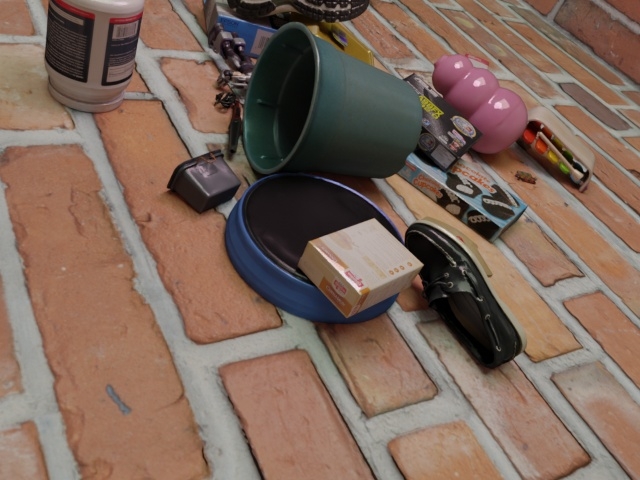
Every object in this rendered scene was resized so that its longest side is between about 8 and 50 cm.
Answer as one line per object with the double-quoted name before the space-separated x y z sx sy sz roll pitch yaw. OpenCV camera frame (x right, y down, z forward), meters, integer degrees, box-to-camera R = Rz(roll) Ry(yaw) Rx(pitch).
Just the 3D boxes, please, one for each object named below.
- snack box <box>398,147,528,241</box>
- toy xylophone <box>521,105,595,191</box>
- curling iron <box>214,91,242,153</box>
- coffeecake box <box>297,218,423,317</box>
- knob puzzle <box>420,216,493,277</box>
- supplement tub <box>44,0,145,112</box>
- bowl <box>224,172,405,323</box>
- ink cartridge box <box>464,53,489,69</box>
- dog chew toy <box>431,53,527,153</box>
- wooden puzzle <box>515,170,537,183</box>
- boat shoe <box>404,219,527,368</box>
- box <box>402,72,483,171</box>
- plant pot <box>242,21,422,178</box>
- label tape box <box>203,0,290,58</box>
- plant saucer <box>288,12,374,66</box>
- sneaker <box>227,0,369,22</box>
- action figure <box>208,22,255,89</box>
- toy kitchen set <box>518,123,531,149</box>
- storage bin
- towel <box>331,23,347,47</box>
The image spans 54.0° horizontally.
"snack box" 0.379 -0.140 1.684 0.322 0.060 0.187 39 40 18
"toy xylophone" 0.741 -0.289 1.969 0.322 0.081 0.236 49 40 3
"curling iron" -0.224 -0.290 1.555 0.068 0.035 0.274 6 41 -17
"coffeecake box" 0.076 0.046 1.170 0.186 0.068 0.142 -19 56 -42
"knob puzzle" 0.286 0.019 1.473 0.213 0.030 0.213 14 40 -12
"supplement tub" -0.503 -0.443 1.388 0.191 0.272 0.191 15 39 -13
"bowl" 0.000 0.000 1.302 0.392 0.077 0.391 15 39 -13
"ink cartridge box" 0.480 -0.504 2.085 0.092 0.158 0.217 22 37 2
"dog chew toy" 0.466 -0.421 1.895 0.332 0.207 0.206 46 38 -6
"wooden puzzle" 0.631 -0.194 1.927 0.083 0.006 0.049 11 40 -17
"boat shoe" 0.267 0.112 1.262 0.113 0.127 0.340 -30 83 -37
"box" 0.299 -0.330 1.724 0.270 0.060 0.216 44 41 6
"plant pot" 0.037 -0.296 1.494 0.334 0.341 0.341 9 40 -33
"label tape box" -0.228 -0.707 1.977 0.249 0.115 0.347 8 43 -22
"plant saucer" 0.054 -0.569 1.905 0.333 0.081 0.332 34 34 -24
"sneaker" -0.060 -0.730 1.842 0.411 0.157 0.182 6 23 3
"action figure" -0.211 -0.478 1.739 0.185 0.099 0.285 -2 49 -40
"toy kitchen set" 0.711 -0.345 2.103 0.068 0.083 0.075 49 16 -45
"storage bin" -0.233 -0.124 1.316 0.091 0.098 0.135 46 42 10
"towel" 0.056 -0.608 1.862 0.060 0.009 0.083 34 33 -25
